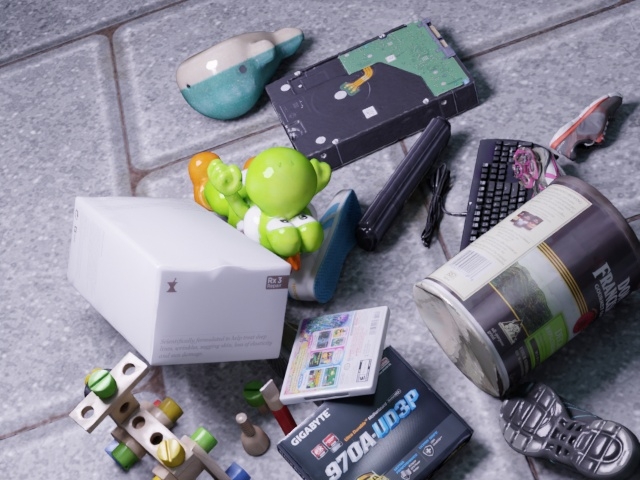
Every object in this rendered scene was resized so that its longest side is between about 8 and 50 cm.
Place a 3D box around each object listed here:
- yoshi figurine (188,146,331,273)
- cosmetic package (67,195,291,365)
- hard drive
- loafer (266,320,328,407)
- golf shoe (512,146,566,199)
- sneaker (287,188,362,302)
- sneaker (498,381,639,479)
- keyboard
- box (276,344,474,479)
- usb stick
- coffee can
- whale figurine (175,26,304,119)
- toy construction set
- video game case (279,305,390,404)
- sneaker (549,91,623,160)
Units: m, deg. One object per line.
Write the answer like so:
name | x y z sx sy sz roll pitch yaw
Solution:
yoshi figurine | -0.088 -0.088 1.947 0.203 0.203 0.362 -45 27 -5
cosmetic package | -0.227 0.051 1.856 0.217 0.156 0.385 0 18 -28
hard drive | 0.091 -0.266 2.214 0.339 0.064 0.237 -25 46 -2
loafer | -0.011 0.181 1.840 0.087 0.094 0.251 -36 57 -20
golf shoe | 0.375 -0.073 1.933 0.086 0.067 0.186 0 58 -23
sneaker | 0.000 0.000 1.994 0.092 0.087 0.228 4 48 30
sneaker | 0.342 0.274 1.624 0.101 0.106 0.267 -58 32 -3
keyboard | 0.257 -0.049 1.982 0.201 0.033 0.317 -1 49 19
box | 0.077 0.282 1.693 0.220 0.051 0.175 -39 72 -16
usb stick | 0.141 -0.096 2.036 0.045 0.077 0.278 26 61 17
coffee can | 0.301 0.064 1.745 0.275 0.201 0.201 -36 47 -12
whale figurine | -0.142 -0.322 2.317 0.272 0.141 0.216 -30 10 -37
toy construction set | -0.204 0.264 1.724 0.309 0.237 0.257 -24 46 -2
video game case | 0.023 0.164 1.738 0.143 0.019 0.157 -11 40 23
sneaker | 0.456 -0.185 2.027 0.158 0.061 0.065 -38 75 -14
